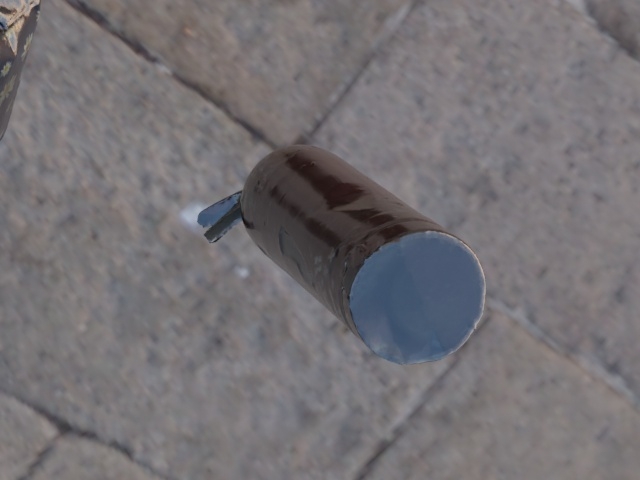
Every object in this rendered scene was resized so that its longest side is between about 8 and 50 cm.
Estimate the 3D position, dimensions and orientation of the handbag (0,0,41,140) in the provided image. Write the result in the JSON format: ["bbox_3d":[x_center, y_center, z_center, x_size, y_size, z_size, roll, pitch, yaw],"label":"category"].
[{"bbox_3d":[-0.222,-0.103,0.996,0.072,0.139,0.115,-51,169,-46],"label":"handbag"}]

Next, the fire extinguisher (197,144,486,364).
[{"bbox_3d":[0.000,0.000,1.054,0.089,0.267,0.072,-36,113,-6],"label":"fire extinguisher"}]
